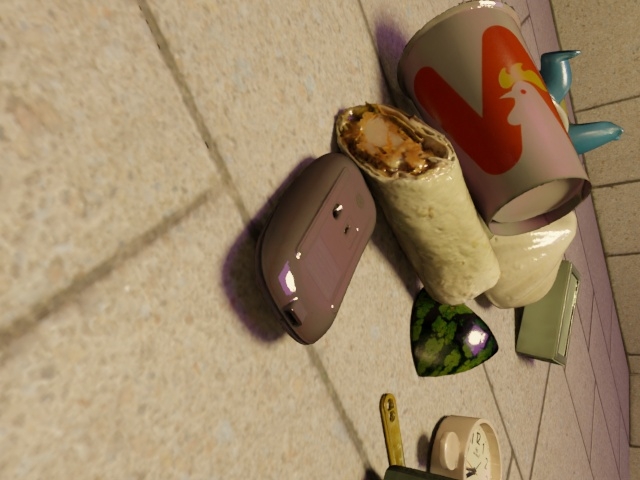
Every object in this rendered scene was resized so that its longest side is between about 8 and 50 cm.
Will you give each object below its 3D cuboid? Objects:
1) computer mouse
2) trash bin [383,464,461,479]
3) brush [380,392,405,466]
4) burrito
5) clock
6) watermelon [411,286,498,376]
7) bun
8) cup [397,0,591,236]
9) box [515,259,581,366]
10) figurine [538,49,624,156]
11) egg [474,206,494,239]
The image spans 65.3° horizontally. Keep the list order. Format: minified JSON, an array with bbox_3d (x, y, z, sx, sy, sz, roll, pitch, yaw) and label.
[{"bbox_3d":[-0.001,0.000,0.518,0.120,0.057,0.232,58,38,-27],"label":"computer mouse"},{"bbox_3d":[0.111,0.447,0.496,0.223,0.158,0.344,55,50,-32],"label":"trash bin"},{"bbox_3d":[0.103,0.302,0.637,0.082,0.010,0.218,-7,89,-55],"label":"brush"},{"bbox_3d":[0.134,-0.041,0.658,0.105,0.143,0.299,-43,125,-8],"label":"burrito"},{"bbox_3d":[0.216,0.344,0.745,0.229,0.063,0.156,45,52,-36],"label":"clock"},{"bbox_3d":[0.186,0.131,0.752,0.094,0.125,0.136,64,7,-73],"label":"watermelon"},{"bbox_3d":[0.401,-0.006,0.962,0.263,0.175,0.263,22,60,-44],"label":"bun"},{"bbox_3d":[0.245,-0.163,0.700,0.203,0.203,0.289,22,45,-50],"label":"cup"},{"bbox_3d":[0.537,0.167,1.165,0.129,0.086,0.225,27,74,-49],"label":"box"},{"bbox_3d":[0.406,-0.244,0.983,0.416,0.297,0.243,27,86,-36],"label":"figurine"},{"bbox_3d":[0.234,-0.049,0.807,0.152,0.114,0.114,40,52,-48],"label":"egg"}]
